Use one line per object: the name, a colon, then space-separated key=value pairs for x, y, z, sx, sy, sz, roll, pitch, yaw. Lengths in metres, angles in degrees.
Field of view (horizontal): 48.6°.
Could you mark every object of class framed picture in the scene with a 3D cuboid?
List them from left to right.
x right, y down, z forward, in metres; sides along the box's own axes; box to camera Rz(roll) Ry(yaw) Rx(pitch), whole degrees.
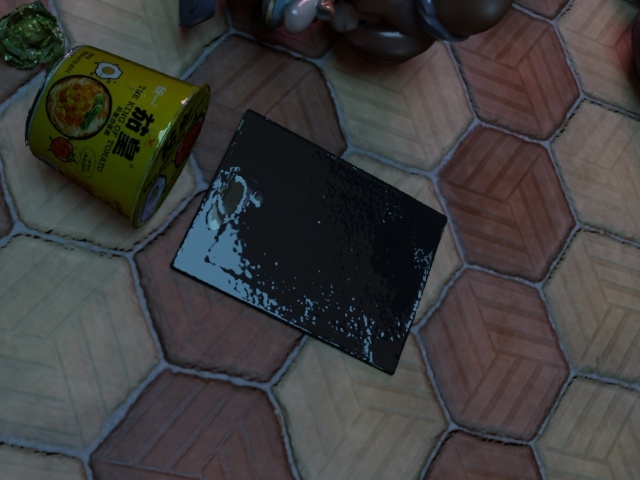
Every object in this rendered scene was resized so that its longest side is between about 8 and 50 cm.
framed picture: x=0.000 y=0.000 z=0.933 sx=0.323 sy=0.013 sz=0.244 roll=27 pitch=68 yaw=-12

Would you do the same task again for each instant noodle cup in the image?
instant noodle cup: x=-0.228 y=-0.124 z=0.795 sx=0.144 sy=0.182 sz=0.182 roll=26 pitch=68 yaw=-3

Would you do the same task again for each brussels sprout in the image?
brussels sprout: x=-0.346 y=-0.241 z=0.838 sx=0.085 sy=0.058 sz=0.085 roll=-8 pitch=113 yaw=-20

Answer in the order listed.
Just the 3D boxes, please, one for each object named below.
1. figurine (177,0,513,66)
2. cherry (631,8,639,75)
figurine: x=0.031 y=-0.362 z=0.925 sx=0.388 sy=0.248 sz=0.277 roll=9 pitch=49 yaw=-22
cherry: x=0.621 y=-0.323 z=1.167 sx=0.266 sy=0.183 sz=0.213 roll=-23 pitch=94 yaw=-40
